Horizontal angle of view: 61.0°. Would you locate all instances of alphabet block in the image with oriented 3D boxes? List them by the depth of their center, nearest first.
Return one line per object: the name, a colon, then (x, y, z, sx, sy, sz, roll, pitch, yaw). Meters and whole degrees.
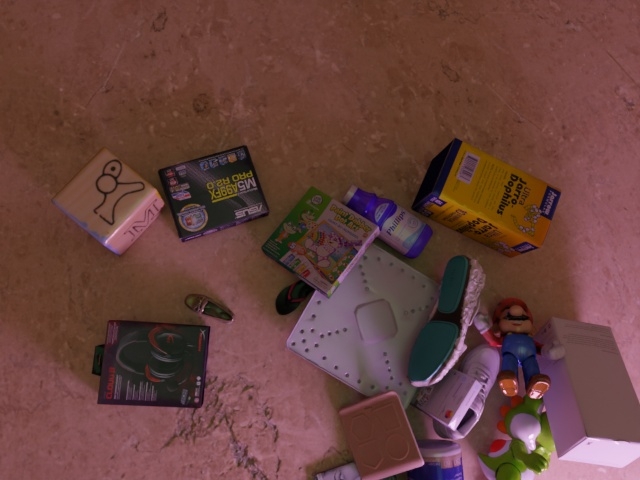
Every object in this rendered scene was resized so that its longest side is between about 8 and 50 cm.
alphabet block: (-0.566, -0.100, 1.476, 0.192, 0.193, 0.197, 40, 76, -1)

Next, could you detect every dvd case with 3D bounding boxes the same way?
dvd case: (0.108, 0.696, 1.498, 0.221, 0.018, 0.164, -15, 77, -7)

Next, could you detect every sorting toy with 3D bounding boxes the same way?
sorting toy: (0.164, 0.535, 1.485, 0.193, 0.038, 0.208, -29, 73, 24)

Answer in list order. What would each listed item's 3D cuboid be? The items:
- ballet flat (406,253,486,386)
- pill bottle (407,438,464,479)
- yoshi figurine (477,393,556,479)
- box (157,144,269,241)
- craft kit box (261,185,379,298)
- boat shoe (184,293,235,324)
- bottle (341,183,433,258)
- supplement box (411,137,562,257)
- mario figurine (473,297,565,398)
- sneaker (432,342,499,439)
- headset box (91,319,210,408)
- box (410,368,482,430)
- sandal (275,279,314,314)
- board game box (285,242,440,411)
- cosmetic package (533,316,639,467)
ballet flat: (0.379, 0.236, 1.532, 0.147, 0.147, 0.409, 26, 75, -3)
pill bottle: (0.316, 0.690, 1.474, 0.153, 0.153, 0.264, -2, 80, -9)
yoshi figurine: (0.596, 0.610, 1.522, 0.203, 0.203, 0.362, 31, 74, -18)
box: (-0.310, -0.138, 1.587, 0.270, 0.060, 0.216, -18, 82, -11)
craft kit box: (0.000, 0.000, 1.567, 0.250, 0.061, 0.246, 33, 73, 21)
boat shoe: (-0.312, 0.192, 1.530, 0.153, 0.048, 0.056, 29, 77, -2)
bottle: (0.195, -0.063, 1.629, 0.283, 0.092, 0.118, 35, 78, -1)
supplement box: (0.491, -0.120, 1.630, 0.356, 0.194, 0.195, 25, 77, -3)
mario figurine: (0.551, 0.270, 1.527, 0.198, 0.170, 0.320, 30, 36, -13)
sneaker: (0.440, 0.433, 1.541, 0.114, 0.152, 0.305, 33, 75, 0)
headset box: (-0.453, 0.328, 1.452, 0.293, 0.110, 0.218, 5, 79, -7)
box: (0.338, 0.423, 1.514, 0.038, 0.186, 0.145, 44, 75, -26)
sandal: (-0.060, 0.145, 1.579, 0.179, 0.040, 0.067, -40, 89, -13)
board game box: (0.154, 0.235, 1.575, 0.390, 0.050, 0.390, 32, 74, -4)
cosmetic package: (0.734, 0.411, 1.502, 0.197, 0.155, 0.365, 11, 47, -6)
